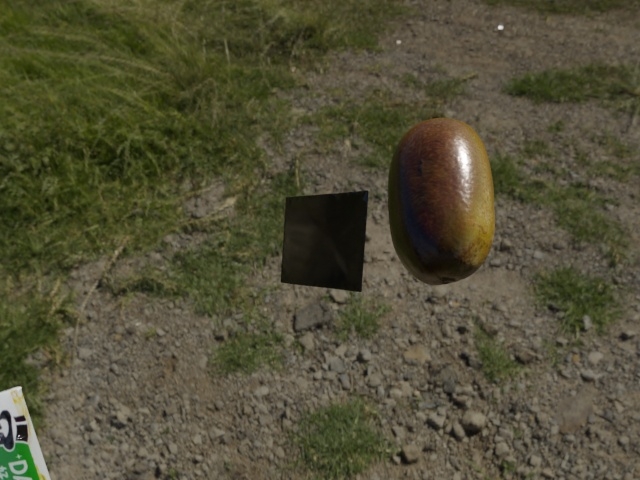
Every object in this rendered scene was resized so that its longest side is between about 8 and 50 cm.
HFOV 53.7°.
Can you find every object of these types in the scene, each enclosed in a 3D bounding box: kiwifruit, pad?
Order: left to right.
[{"bbox_3d":[0.000,0.000,0.854,0.004,0.127,0.190,6,-3,-36],"label":"pad"},{"bbox_3d":[0.084,-0.030,0.447,0.075,0.075,0.124,2,67,7],"label":"kiwifruit"}]

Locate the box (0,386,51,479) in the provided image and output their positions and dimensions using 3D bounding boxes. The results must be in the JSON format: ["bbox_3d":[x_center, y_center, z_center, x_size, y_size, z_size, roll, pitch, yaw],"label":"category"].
[{"bbox_3d":[-0.157,0.183,0.338,0.041,0.050,0.207,-29,79,26],"label":"box"}]
